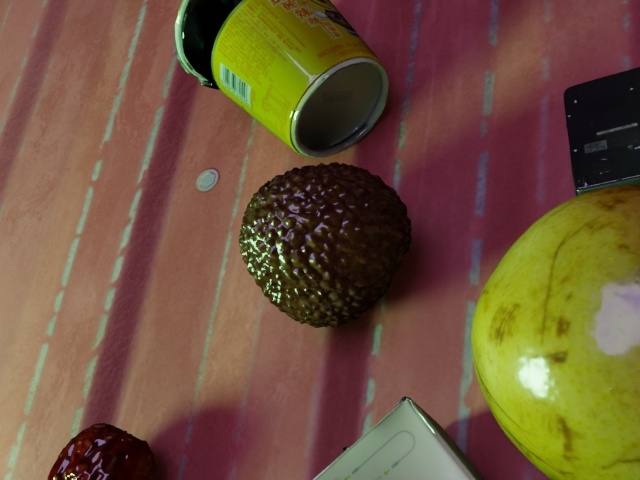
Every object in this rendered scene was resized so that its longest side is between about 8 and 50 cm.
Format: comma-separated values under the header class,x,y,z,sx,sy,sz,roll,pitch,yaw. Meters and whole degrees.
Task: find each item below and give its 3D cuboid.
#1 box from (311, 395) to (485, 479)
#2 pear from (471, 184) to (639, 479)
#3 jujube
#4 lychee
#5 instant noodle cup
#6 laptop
class,x,y,z,sx,sy,sz,roll,pitch,yaw
box,0.087,0.302,0.826,0.203,0.106,0.251,-42,50,1
pear,0.260,0.089,0.754,0.281,0.281,0.280,-14,57,22
jujube,-0.257,0.294,1.024,0.176,0.109,0.112,-66,20,-13
lychee,0.002,0.003,1.005,0.195,0.194,0.194,-14,57,22
instant noodle cup,-0.042,-0.228,1.159,0.215,0.215,0.236,-42,59,2
laptop,0.366,-0.131,0.972,0.207,0.026,0.153,-11,59,24
